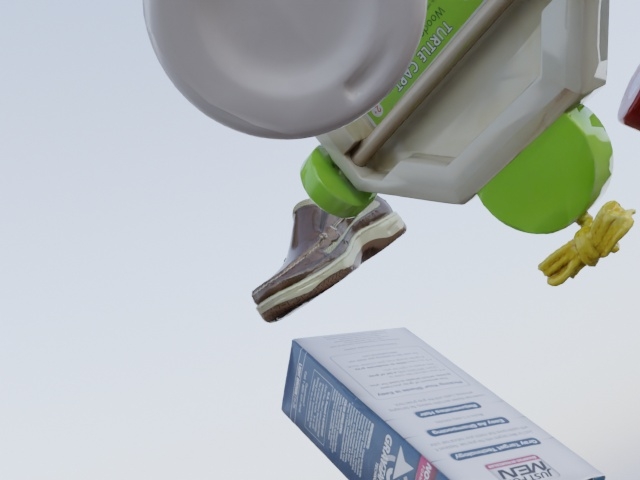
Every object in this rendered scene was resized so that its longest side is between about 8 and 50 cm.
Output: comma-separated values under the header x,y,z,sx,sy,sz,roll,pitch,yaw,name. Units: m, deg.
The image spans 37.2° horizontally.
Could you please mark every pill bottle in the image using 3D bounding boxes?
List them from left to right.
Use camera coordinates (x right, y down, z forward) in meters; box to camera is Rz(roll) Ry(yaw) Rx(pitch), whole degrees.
x,y,z,sx,sy,sz,roll,pitch,yaw,name
-0.016,-0.110,0.379,0.094,0.169,0.094,-2,-65,-3,pill bottle

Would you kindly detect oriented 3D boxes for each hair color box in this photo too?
x,y,z,sx,sy,sz,roll,pitch,yaw,name
0.116,0.219,1.043,0.174,0.347,0.105,-3,-68,-32,hair color box

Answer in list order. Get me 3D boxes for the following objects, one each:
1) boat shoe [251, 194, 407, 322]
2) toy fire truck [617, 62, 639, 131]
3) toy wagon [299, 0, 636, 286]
x,y,z,sx,sy,sz,roll,pitch,yaw,name
-0.005,0.004,1.034,0.095,0.095,0.257,-36,-2,35,boat shoe
0.469,-0.199,1.058,0.254,0.169,0.302,-42,-24,-80,toy fire truck
0.067,-0.125,0.590,0.068,0.344,0.267,-28,-14,-47,toy wagon
